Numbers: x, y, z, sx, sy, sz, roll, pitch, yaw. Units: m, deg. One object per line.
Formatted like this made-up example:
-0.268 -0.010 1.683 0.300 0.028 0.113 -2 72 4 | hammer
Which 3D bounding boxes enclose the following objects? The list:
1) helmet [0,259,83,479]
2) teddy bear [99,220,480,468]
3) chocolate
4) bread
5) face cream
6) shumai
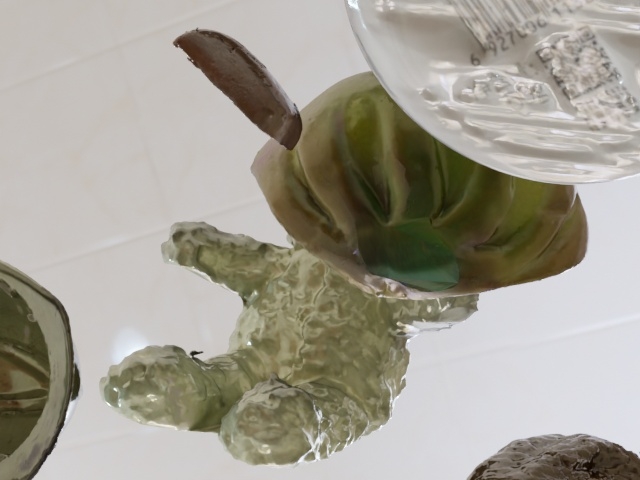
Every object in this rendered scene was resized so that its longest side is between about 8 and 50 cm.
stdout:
-0.272 0.120 1.254 0.137 0.257 0.204 19 -97 -59 | helmet
0.000 0.000 1.386 0.375 0.327 0.362 5 -81 -61 | teddy bear
-0.048 -0.104 0.955 0.101 0.031 0.064 46 -173 16 | chocolate
0.072 -0.051 1.124 0.158 0.260 0.156 -72 -23 -69 | bread
0.115 -0.130 0.689 0.206 0.206 0.111 61 -143 -26 | face cream
0.191 0.283 1.349 0.184 0.185 0.218 43 -138 0 | shumai
